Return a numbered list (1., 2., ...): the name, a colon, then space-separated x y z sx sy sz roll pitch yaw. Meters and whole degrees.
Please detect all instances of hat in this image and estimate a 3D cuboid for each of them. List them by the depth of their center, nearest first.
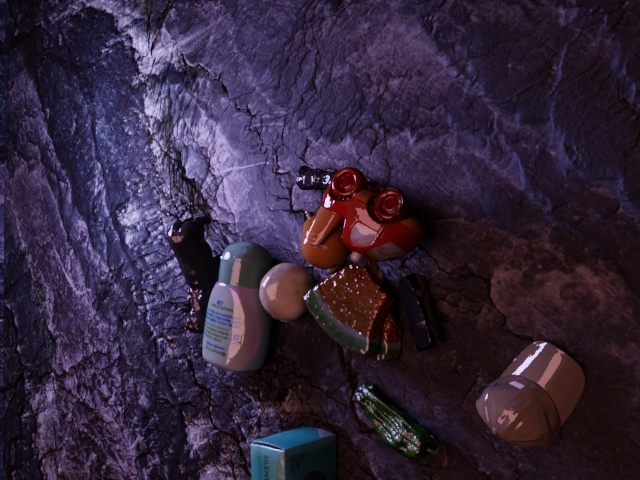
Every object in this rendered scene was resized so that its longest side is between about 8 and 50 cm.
1. hat: 0.403 0.293 1.103 0.166 0.144 0.173 35 130 34

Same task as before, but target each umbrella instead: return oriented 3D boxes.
1. umbrella: 0.035 -0.151 1.486 0.235 0.059 0.066 13 115 37

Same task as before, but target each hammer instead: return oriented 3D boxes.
1. hammer: 0.000 0.000 1.522 0.060 0.028 0.195 -50 54 31

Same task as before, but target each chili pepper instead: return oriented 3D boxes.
1. chili pepper: 0.168 0.414 1.305 0.257 0.074 0.100 32 105 37

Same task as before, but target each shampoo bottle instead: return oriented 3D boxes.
1. shampoo bottle: -0.223 0.176 1.598 0.222 0.151 0.350 8 91 44

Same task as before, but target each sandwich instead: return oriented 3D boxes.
1. sandwich: 0.088 0.164 1.374 0.212 0.109 0.292 -45 60 27

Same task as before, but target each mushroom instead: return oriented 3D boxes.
1. mushroom: -0.086 0.136 1.512 0.154 0.122 0.154 0 78 -1

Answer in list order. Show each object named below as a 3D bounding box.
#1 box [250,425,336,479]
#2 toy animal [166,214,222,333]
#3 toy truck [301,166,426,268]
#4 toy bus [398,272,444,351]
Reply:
1. box: -0.059 0.630 1.382 0.118 0.205 0.311 -7 80 36
2. toy animal: -0.354 0.096 1.708 0.106 0.168 0.343 -11 93 36
3. toy truck: 0.090 -0.018 1.304 0.265 0.189 0.239 29 89 30
4. toy bus: 0.226 0.160 1.286 0.057 0.072 0.172 -27 67 33
